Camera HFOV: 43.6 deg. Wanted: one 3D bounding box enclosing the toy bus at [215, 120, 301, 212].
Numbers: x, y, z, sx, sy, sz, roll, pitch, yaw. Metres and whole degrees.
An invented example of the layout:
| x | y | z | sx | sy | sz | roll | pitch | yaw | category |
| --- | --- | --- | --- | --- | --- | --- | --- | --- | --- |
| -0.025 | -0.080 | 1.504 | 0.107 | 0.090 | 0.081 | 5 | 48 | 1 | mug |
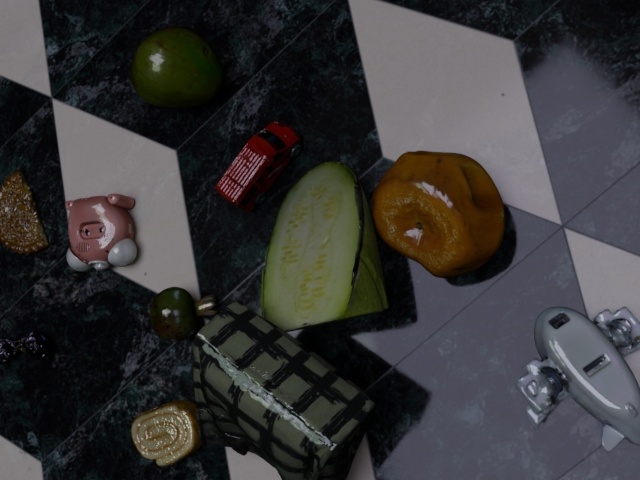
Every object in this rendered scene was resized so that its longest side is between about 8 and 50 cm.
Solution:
| x | y | z | sx | sy | sz | roll | pitch | yaw | category |
| --- | --- | --- | --- | --- | --- | --- | --- | --- | --- |
| -0.126 | -0.157 | 1.634 | 0.081 | 0.089 | 0.195 | 39 | 96 | 20 | toy bus |

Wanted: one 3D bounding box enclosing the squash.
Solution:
| x | y | z | sx | sy | sz | roll | pitch | yaw | category |
| --- | --- | --- | --- | --- | --- | --- | --- | --- | --- |
| 0.000 | 0.000 | 1.498 | 0.233 | 0.210 | 0.309 | -17 | 82 | 38 | squash |

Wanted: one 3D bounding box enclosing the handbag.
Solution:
| x | y | z | sx | sy | sz | roll | pitch | yaw | category |
| --- | --- | --- | --- | --- | --- | --- | --- | --- | --- |
| -0.080 | 0.320 | 1.434 | 0.325 | 0.327 | 0.162 | 33 | 51 | 23 | handbag |

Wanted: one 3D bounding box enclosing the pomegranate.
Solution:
| x | y | z | sx | sy | sz | roll | pitch | yaw | category |
| --- | --- | --- | --- | --- | --- | --- | --- | --- | --- |
| -0.281 | 0.149 | 1.642 | 0.142 | 0.114 | 0.115 | -12 | 77 | -9 | pomegranate |

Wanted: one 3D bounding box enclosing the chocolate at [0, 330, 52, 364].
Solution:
| x | y | z | sx | sy | sz | roll | pitch | yaw | category |
| --- | --- | --- | --- | --- | --- | --- | --- | --- | --- |
| -0.665 | 0.243 | 1.790 | 0.147 | 0.070 | 0.072 | -6 | 70 | 8 | chocolate |

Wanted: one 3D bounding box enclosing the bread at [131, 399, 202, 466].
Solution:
| x | y | z | sx | sy | sz | roll | pitch | yaw | category |
| --- | --- | --- | --- | --- | --- | --- | --- | --- | --- |
| -0.308 | 0.392 | 1.626 | 0.149 | 0.073 | 0.122 | -25 | 77 | 15 | bread |

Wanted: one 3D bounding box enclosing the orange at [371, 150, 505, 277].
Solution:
| x | y | z | sx | sy | sz | roll | pitch | yaw | category |
| --- | --- | --- | --- | --- | --- | --- | --- | --- | --- |
| 0.213 | -0.053 | 1.450 | 0.248 | 0.183 | 0.249 | 24 | 134 | 28 | orange |

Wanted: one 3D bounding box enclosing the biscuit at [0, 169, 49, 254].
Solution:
| x | y | z | sx | sy | sz | roll | pitch | yaw | category |
| --- | --- | --- | --- | --- | --- | --- | --- | --- | --- |
| -0.708 | -0.052 | 1.859 | 0.126 | 0.025 | 0.206 | -30 | 73 | 14 | biscuit |

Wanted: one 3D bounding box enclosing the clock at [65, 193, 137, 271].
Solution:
| x | y | z | sx | sy | sz | roll | pitch | yaw | category |
| --- | --- | --- | --- | --- | --- | --- | --- | --- | --- |
| -0.482 | -0.014 | 1.740 | 0.165 | 0.092 | 0.162 | -7 | 83 | 18 | clock |

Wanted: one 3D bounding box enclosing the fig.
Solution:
| x | y | z | sx | sy | sz | roll | pitch | yaw | category |
| --- | --- | --- | --- | --- | --- | --- | --- | --- | --- |
| -0.299 | -0.358 | 1.687 | 0.191 | 0.181 | 0.181 | 26 | 91 | -1 | fig |

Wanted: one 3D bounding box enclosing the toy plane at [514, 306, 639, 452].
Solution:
| x | y | z | sx | sy | sz | roll | pitch | yaw | category |
| --- | --- | --- | --- | --- | --- | --- | --- | --- | --- |
| 0.460 | 0.228 | 1.352 | 0.266 | 0.123 | 0.267 | -1 | 71 | 3 | toy plane |
